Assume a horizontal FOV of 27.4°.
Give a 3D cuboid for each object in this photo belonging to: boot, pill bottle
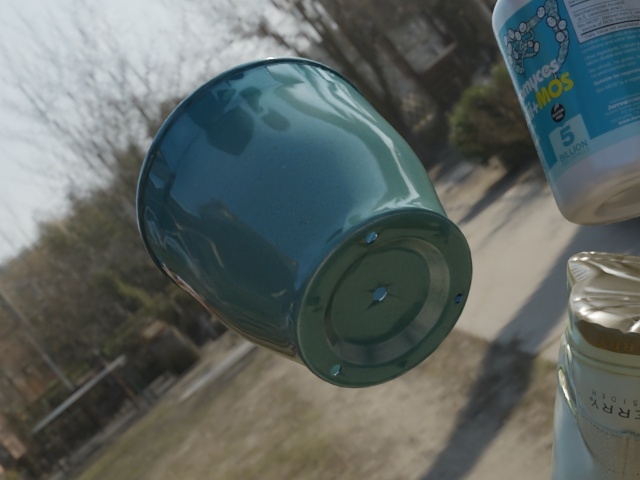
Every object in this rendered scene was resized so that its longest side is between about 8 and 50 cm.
[{"bbox_3d":[0.148,0.095,0.635,0.077,0.165,0.213,6,10,15],"label":"boot"},{"bbox_3d":[0.242,-0.157,1.166,0.146,0.264,0.146,-15,-18,-5],"label":"pill bottle"}]

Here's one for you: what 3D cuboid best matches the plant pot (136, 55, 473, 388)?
[{"bbox_3d":[0.000,0.000,1.235,0.272,0.271,0.255,-40,42,-5],"label":"plant pot"}]
